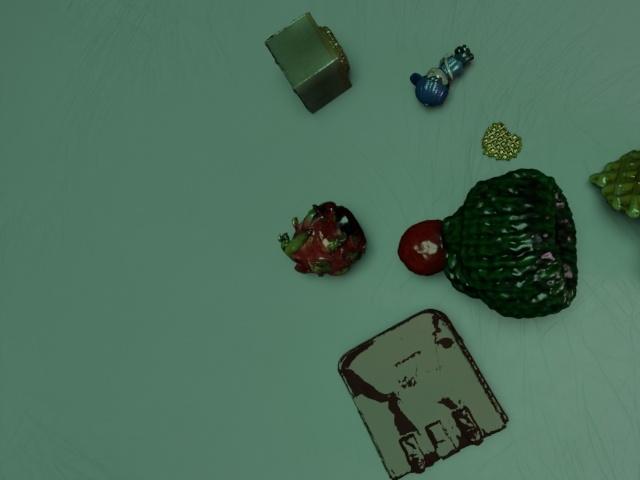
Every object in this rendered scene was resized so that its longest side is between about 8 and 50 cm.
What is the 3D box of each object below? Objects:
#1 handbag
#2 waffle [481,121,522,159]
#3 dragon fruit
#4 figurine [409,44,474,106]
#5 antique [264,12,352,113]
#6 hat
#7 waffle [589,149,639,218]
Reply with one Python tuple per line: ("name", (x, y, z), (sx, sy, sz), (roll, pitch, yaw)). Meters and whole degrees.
("handbag", (0.196, 0.303, 1.130), (0.260, 0.084, 0.275), (-32, 72, 9))
("waffle", (0.386, -0.209, 1.200), (0.085, 0.016, 0.078), (30, 94, 21))
("dragon fruit", (0.000, 0.000, 1.214), (0.172, 0.160, 0.166), (-33, 114, 14))
("figurine", (0.268, -0.363, 1.243), (0.149, 0.086, 0.087), (-41, 111, -5))
("antique", (-0.020, -0.411, 1.301), (0.148, 0.147, 0.151), (-32, 73, 8))
("hat", (0.312, 0.020, 1.099), (0.333, 0.242, 0.274), (-11, 52, 39))
("waffle", (0.633, -0.114, 1.032), (0.214, 0.054, 0.207), (-30, 33, 7))
